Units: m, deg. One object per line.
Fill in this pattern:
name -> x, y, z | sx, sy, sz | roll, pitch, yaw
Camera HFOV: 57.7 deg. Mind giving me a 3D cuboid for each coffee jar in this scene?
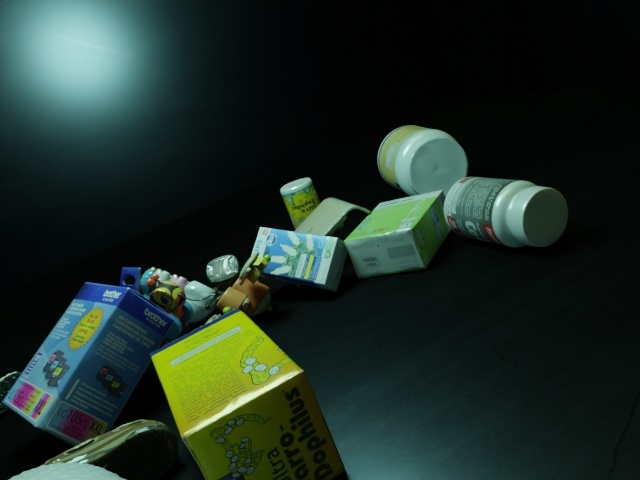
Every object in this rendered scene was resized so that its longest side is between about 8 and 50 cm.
coffee jar -> -0.258, 0.117, 1.675 | 0.096, 0.184, 0.079 | -20, 62, -1

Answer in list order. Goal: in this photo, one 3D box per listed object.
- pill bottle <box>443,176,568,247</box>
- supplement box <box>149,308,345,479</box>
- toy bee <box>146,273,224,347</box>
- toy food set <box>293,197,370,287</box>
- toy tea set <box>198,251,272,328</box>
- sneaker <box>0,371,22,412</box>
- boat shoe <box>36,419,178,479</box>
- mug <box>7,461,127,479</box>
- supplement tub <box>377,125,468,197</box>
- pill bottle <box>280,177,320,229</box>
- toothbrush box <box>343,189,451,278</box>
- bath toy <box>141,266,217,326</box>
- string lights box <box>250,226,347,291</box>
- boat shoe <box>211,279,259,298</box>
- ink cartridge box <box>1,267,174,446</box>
pill bottle -> 0.449, -0.071, 1.431 | 0.161, 0.161, 0.283 | -27, 18, -18
supplement box -> -0.141, 0.282, 0.993 | 0.195, 0.194, 0.356 | -27, 18, -17
toy bee -> -0.410, 0.169, 1.548 | 0.298, 0.162, 0.195 | -43, 10, 5
toy food set -> 0.000, 0.000, 1.764 | 0.306, 0.092, 0.219 | -48, 21, -5
toy tea set -> -0.208, 0.196, 1.481 | 0.336, 0.124, 0.200 | -57, 1, -34
sneaker -> -0.916, 0.456, 1.561 | 0.271, 0.100, 0.108 | -31, 5, -39
boat shoe -> -0.418, 0.423, 1.046 | 0.324, 0.123, 0.120 | -19, 10, -21
mug -> -0.265, 0.412, 0.696 | 0.374, 0.276, 0.328 | 5, -3, -26
supplement tub -> 0.350, -0.270, 2.016 | 0.241, 0.241, 0.331 | -22, 17, -4
pill bottle -> -0.052, -0.103, 2.026 | 0.117, 0.208, 0.117 | -19, 17, 6
toothbrush box -> 0.223, -0.021, 1.609 | 0.206, 0.122, 0.283 | -11, 20, 32
bath toy -> -0.430, 0.180, 1.759 | 0.348, 0.151, 0.129 | 7, 67, 50
string lights box -> -0.064, 0.049, 1.599 | 0.259, 0.076, 0.133 | 8, 75, 31
boat shoe -> -0.281, 0.138, 1.814 | 0.178, 0.060, 0.064 | -18, 17, 10
ink cartridge box -> -0.516, 0.249, 1.341 | 0.270, 0.151, 0.395 | -1, 52, 47
